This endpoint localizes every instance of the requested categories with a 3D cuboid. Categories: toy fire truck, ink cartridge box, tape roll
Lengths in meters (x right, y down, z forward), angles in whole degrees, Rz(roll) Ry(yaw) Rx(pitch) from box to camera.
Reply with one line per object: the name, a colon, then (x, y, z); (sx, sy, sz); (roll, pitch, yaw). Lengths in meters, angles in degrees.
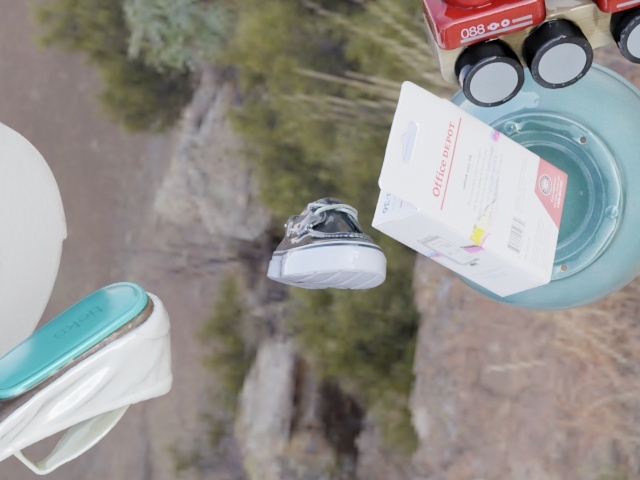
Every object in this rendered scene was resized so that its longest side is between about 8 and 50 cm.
toy fire truck: (0.183, -0.271, 1.227); (0.158, 0.217, 0.246); (-104, -1, -45)
ink cartridge box: (0.120, -0.044, 1.280); (0.067, 0.198, 0.115); (-20, 48, 51)
tape roll: (-0.423, 0.043, 1.434); (0.072, 0.392, 0.392); (31, 112, 31)

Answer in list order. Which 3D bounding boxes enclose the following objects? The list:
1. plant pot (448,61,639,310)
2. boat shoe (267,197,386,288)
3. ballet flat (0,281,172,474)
plant pot: (0.238, -0.053, 1.555); (0.196, 0.293, 0.293); (-32, -43, -77)
boat shoe: (0.000, 0.000, 1.932); (0.335, 0.121, 0.119); (175, 104, -71)
ballet flat: (-0.307, 0.181, 1.332); (0.139, 0.400, 0.139); (53, 161, 28)
